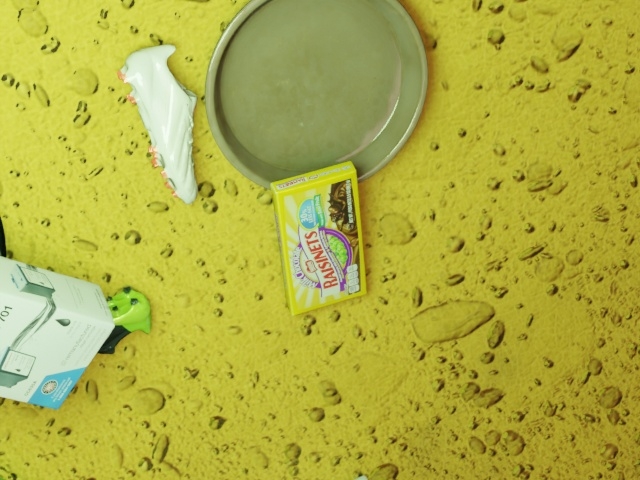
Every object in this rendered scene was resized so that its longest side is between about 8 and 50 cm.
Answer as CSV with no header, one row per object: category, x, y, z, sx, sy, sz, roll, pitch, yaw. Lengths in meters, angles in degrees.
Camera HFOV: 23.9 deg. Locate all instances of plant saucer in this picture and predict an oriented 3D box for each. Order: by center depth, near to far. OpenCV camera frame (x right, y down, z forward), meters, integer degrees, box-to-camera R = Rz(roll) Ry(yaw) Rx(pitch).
plant saucer,-0.006,-0.187,1.808,0.277,0.041,0.278,-7,115,-16

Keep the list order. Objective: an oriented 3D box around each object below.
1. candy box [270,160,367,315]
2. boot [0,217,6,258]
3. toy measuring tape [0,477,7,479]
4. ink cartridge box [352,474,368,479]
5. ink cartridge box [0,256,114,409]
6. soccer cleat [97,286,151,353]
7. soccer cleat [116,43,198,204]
candy box,0.000,0.000,1.875,0.105,0.027,0.206,-15,132,-9
boot,-0.484,-0.012,1.712,0.229,0.091,0.263,-14,116,-5
toy measuring tape,-0.394,0.394,1.916,0.121,0.121,0.330,-23,135,-8
ink cartridge box,0.046,0.481,2.049,0.168,0.171,0.233,-25,118,-7
ink cartridge box,-0.352,0.100,1.702,0.190,0.082,0.140,18,117,-39
soccer cleat,-0.289,0.116,1.841,0.178,0.060,0.072,-18,130,-10
soccer cleat,-0.171,-0.134,1.764,0.076,0.068,0.196,-24,116,-10
